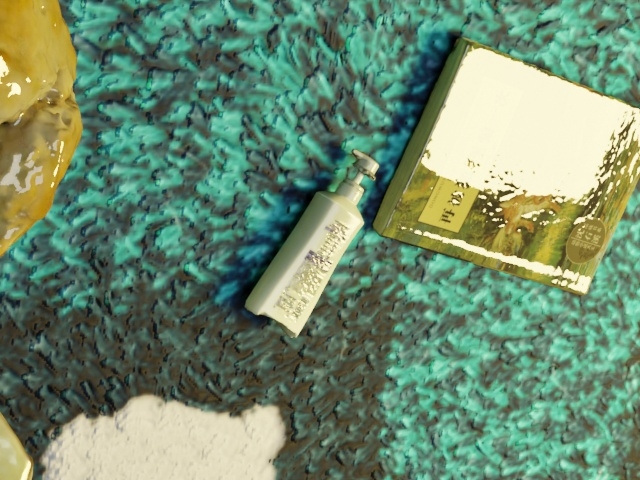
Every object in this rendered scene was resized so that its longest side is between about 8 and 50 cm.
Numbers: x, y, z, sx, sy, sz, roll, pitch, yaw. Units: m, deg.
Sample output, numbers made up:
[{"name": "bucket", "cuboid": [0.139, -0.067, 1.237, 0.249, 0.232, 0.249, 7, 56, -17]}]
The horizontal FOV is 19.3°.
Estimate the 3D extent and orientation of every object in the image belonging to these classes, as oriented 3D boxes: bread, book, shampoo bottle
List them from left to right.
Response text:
[{"name": "bread", "cuboid": [-0.236, -0.071, 1.072, 0.244, 0.134, 0.244, -22, 129, -30]}, {"name": "shampoo bottle", "cuboid": [0.000, 0.000, 1.348, 0.049, 0.034, 0.141, 34, 88, -33]}, {"name": "book", "cuboid": [0.156, -0.052, 1.445, 0.228, 0.024, 0.160, 16, 102, -40]}]

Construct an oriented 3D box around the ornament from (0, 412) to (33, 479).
[{"name": "ornament", "cuboid": [-0.294, 0.144, 1.170, 0.201, 0.059, 0.180, -38, 104, -33]}]
